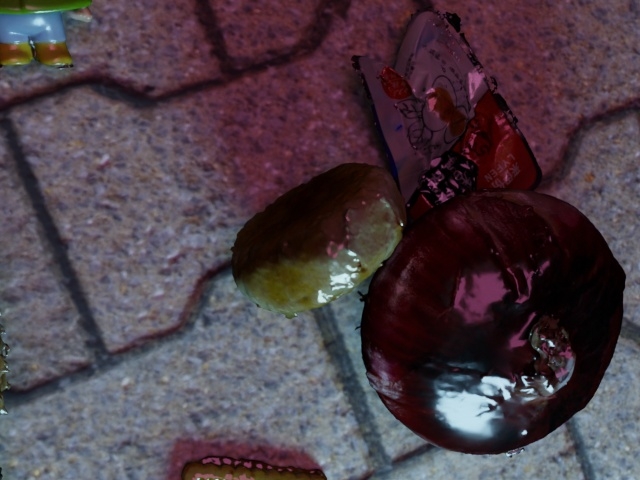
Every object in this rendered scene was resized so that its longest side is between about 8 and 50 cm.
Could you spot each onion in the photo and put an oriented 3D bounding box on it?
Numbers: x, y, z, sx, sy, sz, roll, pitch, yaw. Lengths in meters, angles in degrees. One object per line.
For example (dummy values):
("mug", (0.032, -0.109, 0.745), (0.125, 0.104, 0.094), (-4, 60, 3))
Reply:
("onion", (0.200, 0.098, 0.928), (0.314, 0.232, 0.314), (-11, 117, -23))

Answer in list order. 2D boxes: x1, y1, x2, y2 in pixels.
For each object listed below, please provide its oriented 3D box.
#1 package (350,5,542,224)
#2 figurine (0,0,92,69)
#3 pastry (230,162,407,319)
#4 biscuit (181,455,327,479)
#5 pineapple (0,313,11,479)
("package", (0.144, -0.128, 1.009), (0.194, 0.071, 0.269), (-36, 112, -10))
("figurine", (-0.300, -0.306, 0.851), (0.162, 0.143, 0.263), (-3, 107, -8))
("pastry", (0.000, 0.000, 0.889), (0.192, 0.182, 0.093), (-25, 109, 23))
("biscuit", (-0.088, 0.374, 0.951), (0.172, 0.029, 0.254), (10, 86, -15))
("pineapple", (-0.372, 0.161, 0.811), (0.202, 0.202, 0.362), (-21, 113, -15))
